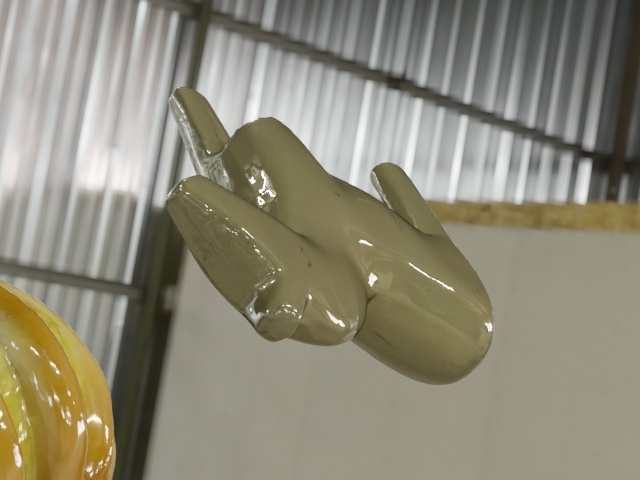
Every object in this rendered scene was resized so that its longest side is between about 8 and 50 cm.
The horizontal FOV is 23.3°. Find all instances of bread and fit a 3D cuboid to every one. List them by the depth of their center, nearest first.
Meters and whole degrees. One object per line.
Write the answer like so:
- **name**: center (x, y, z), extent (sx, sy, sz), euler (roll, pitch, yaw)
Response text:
- **bread**: center (-0.301, 0.115, 1.168), extent (0.316, 0.211, 0.270), euler (34, 30, 21)

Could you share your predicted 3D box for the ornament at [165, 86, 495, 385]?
- **ornament**: center (0.000, 0.000, 0.759), extent (0.230, 0.061, 0.245), euler (33, 17, -36)
